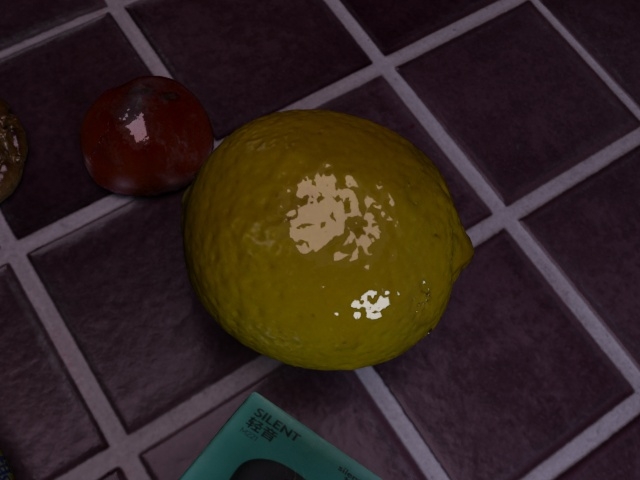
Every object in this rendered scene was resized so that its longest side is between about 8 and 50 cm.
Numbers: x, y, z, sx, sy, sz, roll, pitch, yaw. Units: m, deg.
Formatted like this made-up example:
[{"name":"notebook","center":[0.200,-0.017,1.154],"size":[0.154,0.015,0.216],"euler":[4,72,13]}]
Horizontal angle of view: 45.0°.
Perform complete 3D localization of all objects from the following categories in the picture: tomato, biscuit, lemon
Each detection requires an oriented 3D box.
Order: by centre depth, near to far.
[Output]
[{"name":"lemon","center":[0.002,0.001,0.923],"size":[0.336,0.336,0.336],"euler":[2,66,-5]},{"name":"biscuit","center":[-0.518,-0.126,1.063],"size":[0.226,0.042,0.226],"euler":[3,66,-6]},{"name":"tomato","center":[-0.241,-0.155,1.074],"size":[0.189,0.099,0.173],"euler":[-14,66,-14]}]

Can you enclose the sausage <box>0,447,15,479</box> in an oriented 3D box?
[{"name":"sausage","center":[-0.459,0.211,0.873],"size":[0.123,0.123,0.347],"euler":[-37,74,-20]}]

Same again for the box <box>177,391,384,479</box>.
[{"name":"box","center":[-0.076,0.322,0.790],"size":[0.205,0.118,0.311],"euler":[35,33,8]}]
